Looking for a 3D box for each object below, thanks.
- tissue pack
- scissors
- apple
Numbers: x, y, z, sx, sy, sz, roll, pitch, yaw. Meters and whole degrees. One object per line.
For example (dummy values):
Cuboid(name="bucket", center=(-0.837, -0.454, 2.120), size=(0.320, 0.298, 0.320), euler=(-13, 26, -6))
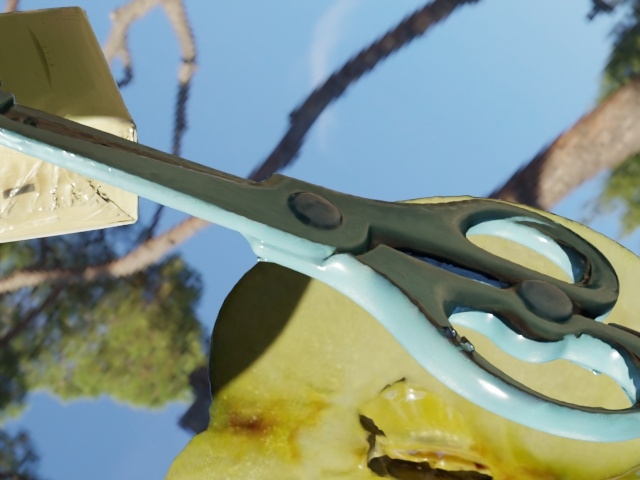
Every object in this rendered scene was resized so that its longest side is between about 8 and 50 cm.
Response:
Cuboid(name="tissue pack", center=(-0.265, -0.110, 1.413), size=(0.159, 0.125, 0.234), euler=(-9, -143, -15))
Cuboid(name="scissors", center=(0.000, 0.001, 0.771), size=(0.393, 0.032, 0.180), euler=(19, -151, -10))
Cuboid(name="apple", center=(0.080, 0.154, 1.110), size=(0.360, 0.312, 0.320), euler=(10, -143, 18))
